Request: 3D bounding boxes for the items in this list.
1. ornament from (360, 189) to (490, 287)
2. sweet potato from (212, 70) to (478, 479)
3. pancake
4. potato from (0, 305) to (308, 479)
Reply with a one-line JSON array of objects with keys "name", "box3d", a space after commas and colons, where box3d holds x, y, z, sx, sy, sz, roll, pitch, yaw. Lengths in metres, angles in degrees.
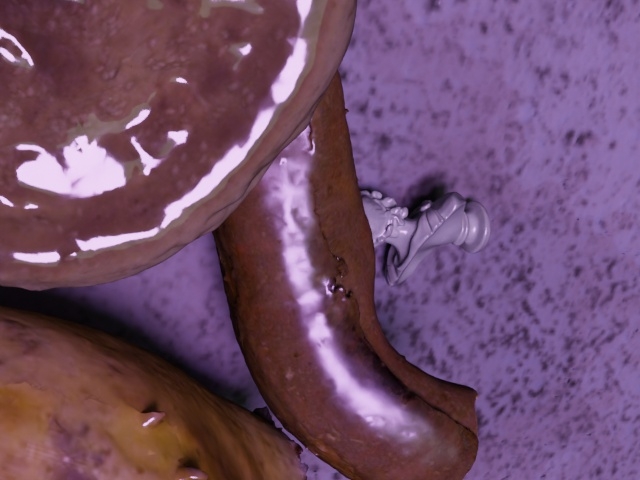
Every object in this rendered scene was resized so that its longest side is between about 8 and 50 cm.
[{"name": "ornament", "box3d": [0.051, -0.005, 0.595, 0.068, 0.041, 0.092, -38, 141, 23]}, {"name": "sweet potato", "box3d": [0.002, -0.002, 0.528, 0.112, 0.085, 0.285, -10, 100, 18]}, {"name": "pancake", "box3d": [-0.101, -0.090, 0.424, 0.242, 0.050, 0.241, -2, 103, -10]}, {"name": "potato", "box3d": [-0.140, 0.129, 0.473, 0.266, 0.229, 0.229, 36, 96, -34]}]
